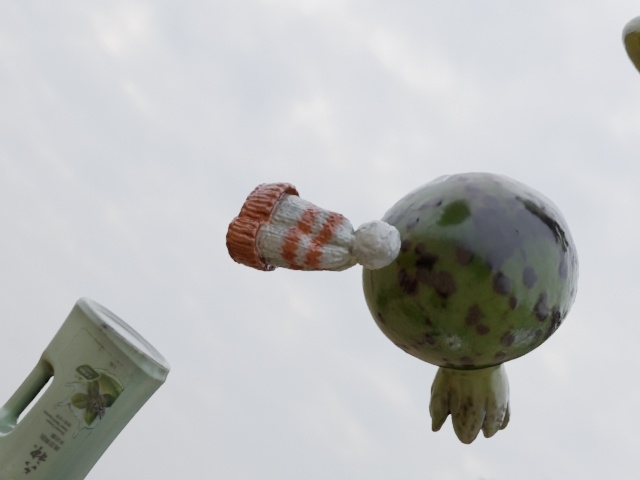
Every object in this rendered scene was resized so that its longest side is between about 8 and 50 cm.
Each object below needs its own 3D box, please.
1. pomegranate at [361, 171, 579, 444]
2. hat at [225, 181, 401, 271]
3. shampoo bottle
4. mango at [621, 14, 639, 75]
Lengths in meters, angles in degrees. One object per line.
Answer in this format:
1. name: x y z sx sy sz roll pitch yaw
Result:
1. pomegranate: 0.151 0.072 1.633 0.242 0.306 0.242 20 10 -4
2. hat: 0.000 0.000 1.475 0.162 0.094 0.112 17 8 18
3. shampoo bottle: -0.254 0.178 1.398 0.118 0.234 0.087 38 0 22
4. mango: 0.464 -0.150 1.666 0.289 0.129 0.146 38 25 -17
